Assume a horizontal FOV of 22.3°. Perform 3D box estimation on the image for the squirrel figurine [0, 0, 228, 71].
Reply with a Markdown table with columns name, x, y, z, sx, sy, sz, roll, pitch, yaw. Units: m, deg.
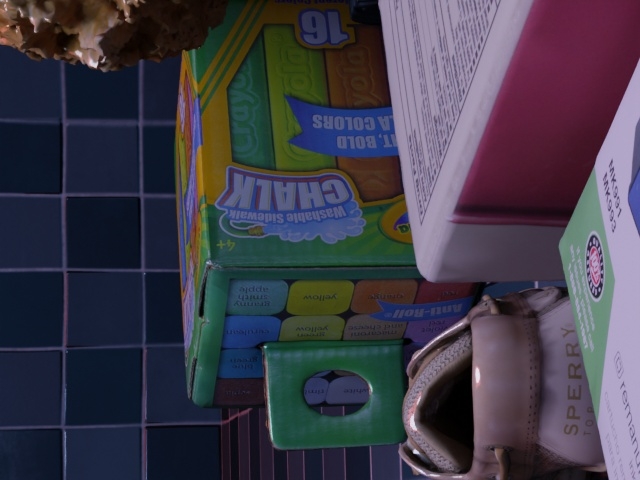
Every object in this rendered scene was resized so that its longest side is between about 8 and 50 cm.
| name | x | y | z | sx | sy | sz | roll | pitch | yaw |
| --- | --- | --- | --- | --- | --- | --- | --- | --- | --- |
| squirrel figurine | -0.109 | -0.265 | 1.030 | 0.397 | 0.370 | 0.281 | -67 | 13 | -20 |

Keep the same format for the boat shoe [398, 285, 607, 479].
| name | x | y | z | sx | sy | sz | roll | pitch | yaw |
| --- | --- | --- | --- | --- | --- | --- | --- | --- | --- |
| boat shoe | 0.086 | 0.074 | 0.784 | 0.302 | 0.098 | 0.109 | 125 | 144 | -80 |

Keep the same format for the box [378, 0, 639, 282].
| name | x | y | z | sx | sy | sz | roll | pitch | yaw |
| --- | --- | --- | --- | --- | --- | --- | --- | --- | --- |
| box | 0.107 | -0.105 | 0.581 | 0.232 | 0.127 | 0.149 | 104 | 163 | -57 |

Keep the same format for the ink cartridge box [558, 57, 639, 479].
| name | x | y | z | sx | sy | sz | roll | pitch | yaw |
| --- | --- | --- | --- | --- | --- | --- | --- | --- | --- |
| ink cartridge box | 0.146 | 0.000 | 0.456 | 0.212 | 0.093 | 0.154 | 106 | 162 | -54 |

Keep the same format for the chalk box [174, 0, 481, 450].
| name | x | y | z | sx | sy | sz | roll | pitch | yaw |
| --- | --- | --- | --- | --- | --- | --- | --- | --- | --- |
| chalk box | 0.000 | 0.000 | 1.087 | 0.179 | 0.180 | 0.289 | 103 | 163 | -54 |

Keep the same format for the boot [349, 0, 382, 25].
| name | x | y | z | sx | sy | sz | roll | pitch | yaw |
| --- | --- | --- | --- | --- | --- | --- | --- | --- | --- |
| boot | 0.073 | -0.246 | 0.880 | 0.246 | 0.094 | 0.207 | 140 | 126 | -69 |
